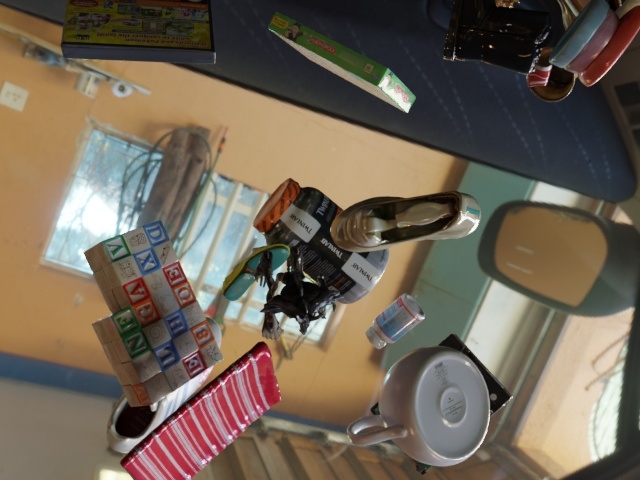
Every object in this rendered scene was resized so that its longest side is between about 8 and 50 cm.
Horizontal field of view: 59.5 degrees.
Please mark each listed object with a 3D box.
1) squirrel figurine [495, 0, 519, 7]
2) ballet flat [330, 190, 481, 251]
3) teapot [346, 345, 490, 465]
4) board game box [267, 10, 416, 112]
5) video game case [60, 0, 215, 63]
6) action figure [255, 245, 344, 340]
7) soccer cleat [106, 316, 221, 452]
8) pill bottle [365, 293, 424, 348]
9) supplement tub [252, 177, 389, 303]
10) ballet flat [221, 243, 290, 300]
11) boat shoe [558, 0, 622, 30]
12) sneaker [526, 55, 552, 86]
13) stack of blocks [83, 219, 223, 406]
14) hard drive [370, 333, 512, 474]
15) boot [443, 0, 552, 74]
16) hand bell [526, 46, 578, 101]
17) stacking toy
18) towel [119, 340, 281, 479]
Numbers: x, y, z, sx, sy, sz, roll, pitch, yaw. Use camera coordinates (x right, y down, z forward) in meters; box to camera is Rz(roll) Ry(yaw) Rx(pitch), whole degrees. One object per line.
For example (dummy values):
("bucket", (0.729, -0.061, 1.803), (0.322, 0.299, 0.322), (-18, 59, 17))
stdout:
("squirrel figurine", (0.386, -0.767, 1.428), (0.281, 0.397, 0.370), (-9, -176, -8))
("ballet flat", (0.110, -0.030, 0.836), (0.248, 0.086, 0.086), (-10, 167, 30))
("teapot", (0.210, 0.344, 1.174), (0.256, 0.253, 0.187), (32, 153, -23))
("board game box", (0.054, -0.410, 1.296), (0.317, 0.046, 0.213), (35, -169, 23))
("video game case", (-0.352, -0.446, 1.099), (0.274, 0.248, 0.035), (-2, 148, -14))
("action figure", (-0.048, 0.118, 1.115), (0.164, 0.141, 0.276), (-13, -154, -10))
("soccer cleat", (-0.317, 0.294, 1.174), (0.116, 0.331, 0.143), (32, 154, 5))
("pill bottle", (0.204, 0.228, 1.552), (0.087, 0.160, 0.087), (41, -161, -17))
("supplement tub", (0.000, 0.000, 1.490), (0.338, 0.207, 0.207), (38, 180, -16))
("ballet flat", (-0.171, 0.063, 1.422), (0.077, 0.231, 0.077), (34, -153, -33))
("boat shoe", (0.561, -0.545, 1.181), (0.324, 0.123, 0.116), (31, -171, -40))
("sneaker", (0.468, -0.391, 1.261), (0.118, 0.042, 0.067), (51, 166, 38))
("stack of blocks", (-0.324, 0.132, 1.041), (0.087, 0.297, 0.171), (-19, -174, 43))
("hard drive", (0.338, 0.465, 1.597), (0.237, 0.339, 0.064), (48, -169, 25))
("boot", (0.387, -0.490, 1.191), (0.207, 0.247, 0.094), (13, -165, 14))
("hand bell", (0.618, -0.429, 1.336), (0.242, 0.126, 0.126), (-28, -146, -27))
("stacking toy", (0.530, -0.451, 0.981), (0.130, 0.279, 0.309), (34, 147, 2))
("towel", (-0.177, 0.299, 0.906), (0.031, 0.275, 0.199), (35, 148, 29))
